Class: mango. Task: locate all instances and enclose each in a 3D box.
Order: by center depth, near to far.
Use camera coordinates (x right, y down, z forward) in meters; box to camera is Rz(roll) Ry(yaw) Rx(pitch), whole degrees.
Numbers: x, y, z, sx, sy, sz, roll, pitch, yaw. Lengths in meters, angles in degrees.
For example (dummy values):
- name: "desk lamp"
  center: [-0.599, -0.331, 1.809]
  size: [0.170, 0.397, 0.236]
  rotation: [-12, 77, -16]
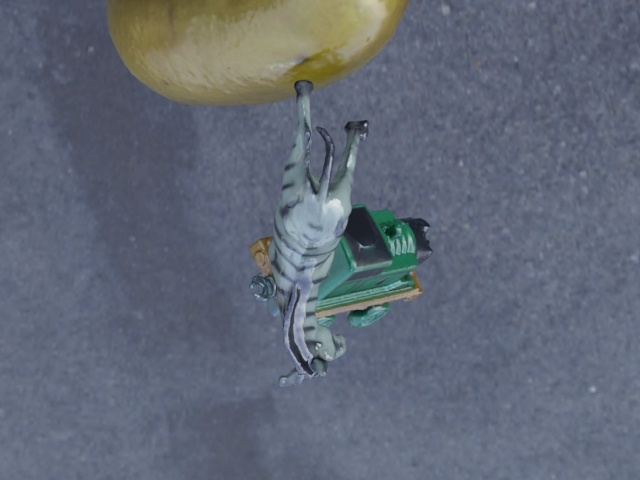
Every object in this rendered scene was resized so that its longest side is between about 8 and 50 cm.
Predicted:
- name: "mango"
  center: [-0.056, -0.231, 1.037]
  size: [0.182, 0.365, 0.253]
  rotation: [32, 85, -33]

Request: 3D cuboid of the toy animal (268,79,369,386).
- name: "toy animal"
  center: [-0.006, 0.000, 0.951]
  size: [0.073, 0.176, 0.217]
  rotation: [5, 145, 0]

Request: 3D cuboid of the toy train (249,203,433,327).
- name: "toy train"
  center: [0.029, 0.021, 1.118]
  size: [0.227, 0.091, 0.136]
  rotation: [-10, 157, -45]
